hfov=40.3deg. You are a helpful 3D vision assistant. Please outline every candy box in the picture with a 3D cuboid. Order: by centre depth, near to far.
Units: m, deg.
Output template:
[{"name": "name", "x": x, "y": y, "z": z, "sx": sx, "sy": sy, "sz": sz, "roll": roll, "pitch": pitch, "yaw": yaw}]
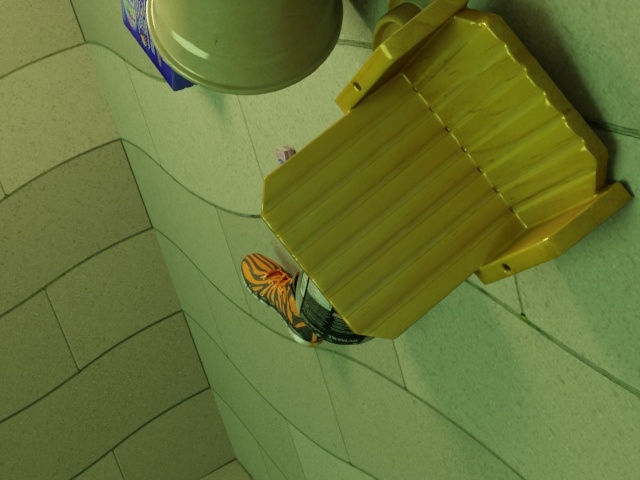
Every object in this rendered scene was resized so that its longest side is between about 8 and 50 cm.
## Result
[{"name": "candy box", "x": -0.401, "y": -0.585, "z": 2.225, "sx": 0.317, "sy": 0.122, "sz": 0.268, "roll": 55, "pitch": 155, "yaw": 30}]

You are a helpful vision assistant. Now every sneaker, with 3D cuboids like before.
[{"name": "sneaker", "x": -0.082, "y": 0.111, "z": 2.242, "sx": 0.321, "sy": 0.125, "sz": 0.180, "roll": 43, "pitch": 147, "yaw": 24}]

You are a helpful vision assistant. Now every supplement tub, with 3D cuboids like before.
[{"name": "supplement tub", "x": 0.068, "y": 0.044, "z": 1.655, "sx": 0.207, "sy": 0.207, "sz": 0.338, "roll": 57, "pitch": 157, "yaw": 23}]

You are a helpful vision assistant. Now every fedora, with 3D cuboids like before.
[{"name": "fedora", "x": 0.132, "y": -0.300, "z": 1.312, "sx": 0.194, "sy": 0.079, "sz": 0.194, "roll": 51, "pitch": 155, "yaw": 35}]

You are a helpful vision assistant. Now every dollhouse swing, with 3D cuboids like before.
[{"name": "dollhouse swing", "x": 0.130, "y": -0.070, "z": 1.150, "sx": 0.347, "sy": 0.305, "sz": 0.315, "roll": 52, "pitch": 159, "yaw": 0}]

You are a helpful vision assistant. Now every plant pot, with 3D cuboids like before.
[{"name": "plant pot", "x": -0.118, "y": -0.444, "z": 1.342, "sx": 0.334, "sy": 0.334, "sz": 0.305, "roll": 59, "pitch": 166, "yaw": 17}]

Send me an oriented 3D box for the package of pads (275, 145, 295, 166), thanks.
[{"name": "package of pads", "x": -0.074, "y": -0.174, "z": 2.006, "sx": 0.050, "sy": 0.032, "sz": 0.083, "roll": 30, "pitch": 139, "yaw": 61}]
